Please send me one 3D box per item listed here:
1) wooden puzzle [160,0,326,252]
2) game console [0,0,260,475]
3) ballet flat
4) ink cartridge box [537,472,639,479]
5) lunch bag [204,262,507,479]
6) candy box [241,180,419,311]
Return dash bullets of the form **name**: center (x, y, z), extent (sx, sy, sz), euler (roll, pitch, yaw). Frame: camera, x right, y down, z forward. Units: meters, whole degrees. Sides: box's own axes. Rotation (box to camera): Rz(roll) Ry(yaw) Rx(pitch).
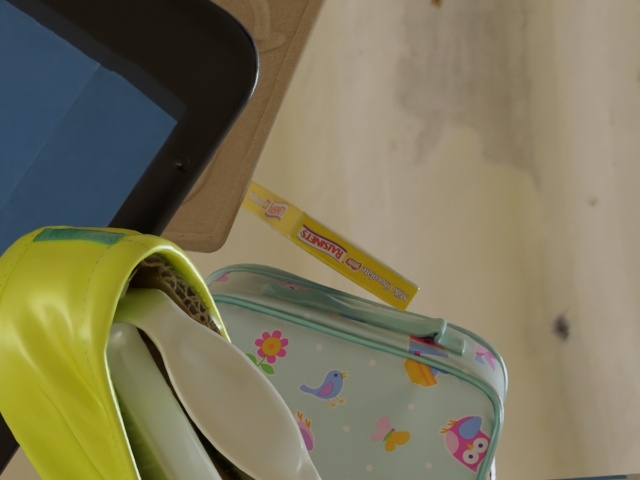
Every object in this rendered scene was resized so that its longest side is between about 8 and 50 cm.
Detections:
- **wooden puzzle**: center (-0.178, -0.119, 1.013), extent (0.322, 0.348, 0.080), euler (4, -128, -21)
- **game console**: center (-0.206, -0.033, 0.575), extent (0.173, 0.250, 0.293), euler (32, -92, 31)
- **ballet flat**: center (-0.019, 0.095, 0.449), extent (0.077, 0.077, 0.231), euler (-42, -71, -47)
- **ink cartridge box**: center (0.154, 0.167, 0.738), extent (0.088, 0.122, 0.052), euler (-9, -144, 28)
- **lunch bag**: center (0.008, 0.146, 1.253), extent (0.279, 0.224, 0.108), euler (17, -166, 4)
- **candy box**: center (0.000, 0.000, 1.207), extent (0.105, 0.206, 0.027), euler (35, -91, -16)
